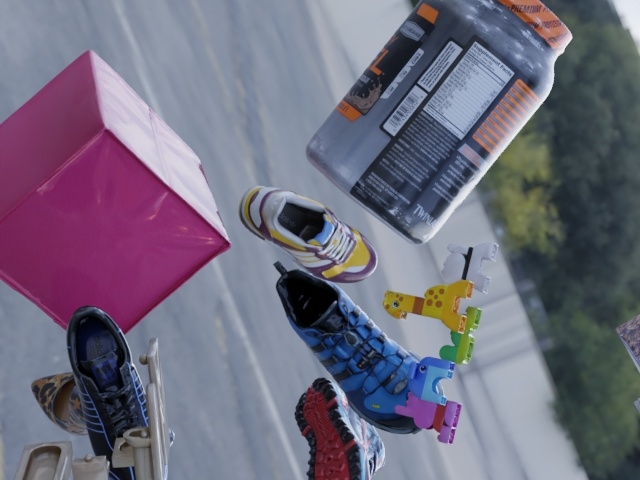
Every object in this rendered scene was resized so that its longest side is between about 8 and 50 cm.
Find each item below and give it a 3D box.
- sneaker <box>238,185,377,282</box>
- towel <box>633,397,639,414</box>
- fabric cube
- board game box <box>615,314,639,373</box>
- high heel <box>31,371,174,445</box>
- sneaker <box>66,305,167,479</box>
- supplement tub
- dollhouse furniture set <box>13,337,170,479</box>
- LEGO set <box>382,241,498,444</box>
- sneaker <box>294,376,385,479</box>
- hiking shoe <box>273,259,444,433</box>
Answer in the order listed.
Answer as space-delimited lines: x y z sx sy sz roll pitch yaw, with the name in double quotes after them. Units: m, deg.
0.000 0.000 1.675 0.185 0.070 0.084 26 -8 -31 "sneaker"
0.527 0.191 1.614 0.248 0.325 0.038 60 19 8 "towel"
-0.309 -0.051 2.103 0.259 0.254 0.258 45 10 -31 "fabric cube"
0.565 0.245 2.147 0.291 0.141 0.232 56 5 -33 "board game box"
-0.335 0.199 2.057 0.261 0.093 0.186 15 -17 37 "high heel"
-0.236 0.184 1.751 0.090 0.081 0.232 102 -35 -73 "sneaker"
0.156 -0.179 1.988 0.207 0.338 0.207 39 4 -3 "supplement tub"
-0.239 0.188 1.589 0.144 0.151 0.123 -98 -176 -73 "dollhouse furniture set"
0.116 0.100 1.691 0.087 0.093 0.227 27 76 -66 "LEGO set"
0.051 0.302 2.182 0.125 0.104 0.262 29 28 -28 "sneaker"
0.039 0.147 2.045 0.304 0.113 0.132 39 -4 41 "hiking shoe"
